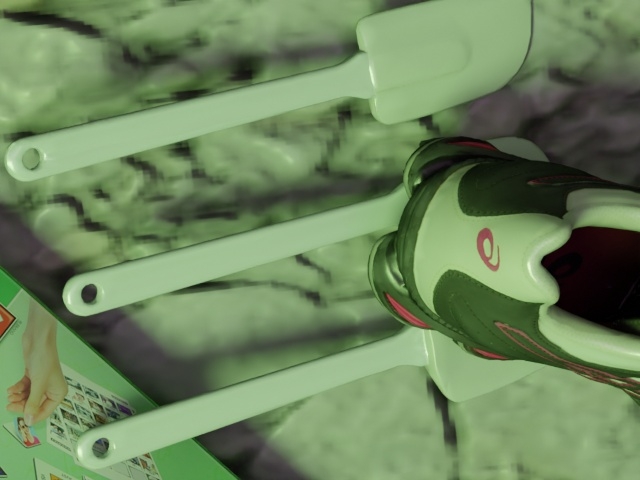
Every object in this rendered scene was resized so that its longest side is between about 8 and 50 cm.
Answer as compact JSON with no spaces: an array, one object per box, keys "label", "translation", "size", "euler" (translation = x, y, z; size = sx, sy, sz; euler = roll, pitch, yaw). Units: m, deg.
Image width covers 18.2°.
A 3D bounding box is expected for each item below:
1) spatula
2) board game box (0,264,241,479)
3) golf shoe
[{"label":"spatula","translation":[0.000,0.000,0.813],"size":[0.242,0.019,0.168],"euler":[-17,106,-24]},{"label":"board game box","translation":[-0.160,0.116,0.766],"size":[0.317,0.046,0.213],"euler":[44,57,-14]},{"label":"golf shoe","translation":[0.156,0.031,0.812],"size":[0.273,0.120,0.105],"euler":[10,93,-25]}]
